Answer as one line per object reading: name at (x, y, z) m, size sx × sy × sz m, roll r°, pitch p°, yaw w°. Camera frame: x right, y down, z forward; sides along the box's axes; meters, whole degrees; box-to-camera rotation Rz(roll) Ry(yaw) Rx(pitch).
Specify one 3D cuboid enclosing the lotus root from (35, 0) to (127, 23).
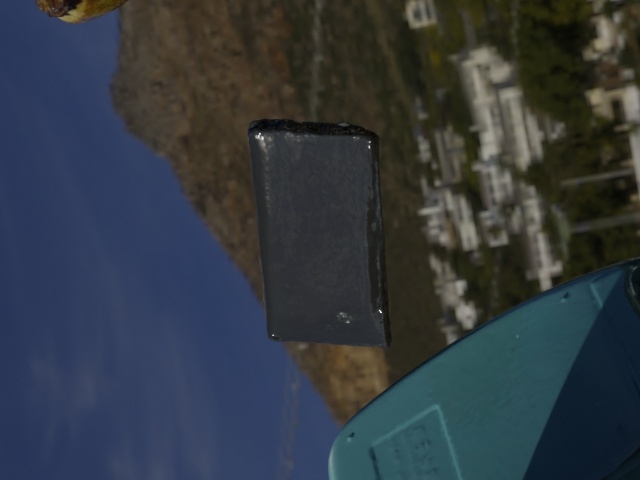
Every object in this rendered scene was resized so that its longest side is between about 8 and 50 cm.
lotus root at (-0.204, -0.312, 1.406) m, size 0.110 × 0.097 × 0.258 m, roll 112°, pitch 176°, yaw -55°

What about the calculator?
calculator at (0.161, 0.161, 1.184) m, size 0.054 × 0.386 × 0.256 m, roll 48°, pitch -164°, yaw -34°

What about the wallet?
wallet at (0.000, -0.001, 1.534) m, size 0.030 × 0.146 × 0.285 m, roll -67°, pitch -23°, yaw -54°
